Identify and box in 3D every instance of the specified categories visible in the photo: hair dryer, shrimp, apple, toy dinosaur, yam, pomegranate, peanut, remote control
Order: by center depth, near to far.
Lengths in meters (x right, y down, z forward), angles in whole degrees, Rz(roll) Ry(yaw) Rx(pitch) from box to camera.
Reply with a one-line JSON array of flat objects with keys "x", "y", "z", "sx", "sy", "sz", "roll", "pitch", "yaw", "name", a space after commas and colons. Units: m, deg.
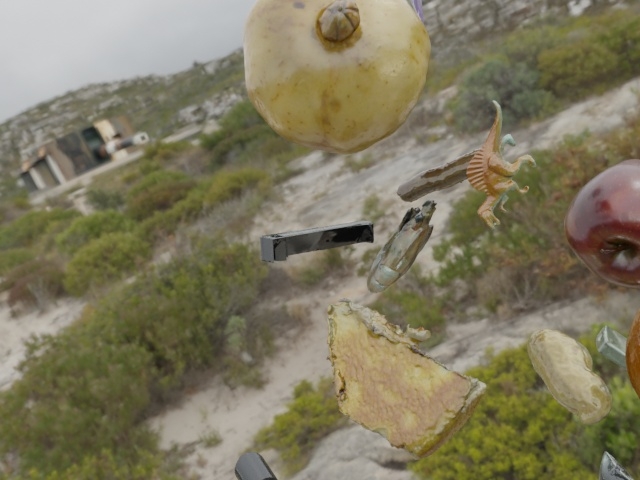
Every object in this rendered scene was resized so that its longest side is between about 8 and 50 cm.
[{"x": 0.357, "y": 0.188, "z": 1.041, "sx": 0.080, "sy": 0.080, "sz": 0.174, "roll": -24, "pitch": 36, "yaw": 2, "name": "peanut"}, {"x": 0.330, "y": -0.144, "z": 1.407, "sx": 0.142, "sy": 0.212, "sz": 0.057, "roll": -32, "pitch": 5, "yaw": -4, "name": "toy dinosaur"}, {"x": 0.029, "y": -0.361, "z": 1.425, "sx": 0.410, "sy": 0.410, "sz": 0.410, "roll": -24, "pitch": 10, "yaw": 4, "name": "pomegranate"}, {"x": 0.167, "y": 0.002, "z": 1.433, "sx": 0.254, "sy": 0.059, "sz": 0.145, "roll": -60, "pitch": 5, "yaw": 29, "name": "shrimp"}, {"x": 0.259, "y": -0.135, "z": 1.530, "sx": 0.241, "sy": 0.056, "sz": 0.057, "roll": -23, "pitch": 8, "yaw": 45, "name": "yam"}, {"x": -0.090, "y": 0.569, "z": 1.611, "sx": 0.070, "sy": 0.248, "sz": 0.114, "roll": -44, "pitch": 32, "yaw": -8, "name": "hair dryer"}, {"x": 0.751, "y": 0.301, "z": 1.634, "sx": 0.038, "sy": 0.285, "sz": 0.123, "roll": -58, "pitch": -8, "yaw": 22, "name": "remote control"}, {"x": 0.717, "y": -0.040, "z": 1.655, "sx": 0.288, "sy": 0.288, "sz": 0.317, "roll": -16, "pitch": 18, "yaw": 40, "name": "apple"}]

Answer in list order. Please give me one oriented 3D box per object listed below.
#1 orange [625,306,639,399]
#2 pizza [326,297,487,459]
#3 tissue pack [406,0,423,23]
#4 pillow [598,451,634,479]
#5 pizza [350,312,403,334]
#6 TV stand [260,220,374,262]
[{"x": 0.457, "y": 0.129, "z": 0.842, "sx": 0.206, "sy": 0.206, "sz": 0.206, "roll": -24, "pitch": 10, "yaw": 4, "name": "orange"}, {"x": 0.107, "y": 0.213, "z": 1.171, "sx": 0.189, "sy": 0.297, "sz": 0.071, "roll": -59, "pitch": -26, "yaw": 5, "name": "pizza"}, {"x": 0.133, "y": -0.638, "z": 1.884, "sx": 0.242, "sy": 0.160, "sz": 0.338, "roll": -16, "pitch": 50, "yaw": 23, "name": "tissue pack"}, {"x": 0.497, "y": 0.436, "z": 1.227, "sx": 0.055, "sy": 0.135, "sz": 0.091, "roll": 1, "pitch": 23, "yaw": 16, "name": "pillow"}, {"x": 0.152, "y": 0.302, "z": 2.222, "sx": 0.069, "sy": 0.226, "sz": 0.147, "roll": 23, "pitch": 90, "yaw": 62, "name": "pizza"}, {"x": 0.000, "y": 0.000, "z": 1.419, "sx": 0.257, "sy": 0.048, "sz": 0.040, "roll": -9, "pitch": 12, "yaw": -39, "name": "TV stand"}]
